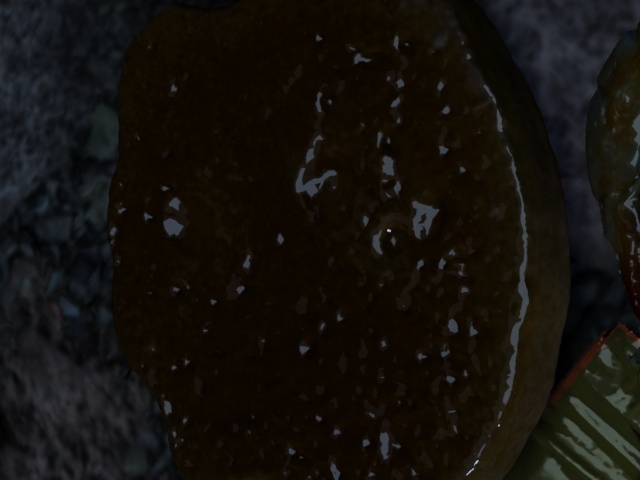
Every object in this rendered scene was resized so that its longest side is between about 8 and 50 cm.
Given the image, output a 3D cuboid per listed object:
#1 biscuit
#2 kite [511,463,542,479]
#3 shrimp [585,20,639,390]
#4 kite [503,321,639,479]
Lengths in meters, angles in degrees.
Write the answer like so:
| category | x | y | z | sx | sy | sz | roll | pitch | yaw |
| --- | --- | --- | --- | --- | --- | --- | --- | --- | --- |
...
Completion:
| category | x | y | z | sx | sy | sz | roll | pitch | yaw |
| --- | --- | --- | --- | --- | --- | --- | --- | --- | --- |
| biscuit | 0.001 | 0.000 | 0.727 | 0.257 | 0.049 | 0.273 | -10 | 81 | 34 |
| kite | 0.070 | 0.092 | 0.707 | 0.078 | 0.002 | 0.044 | -4 | 85 | 31 |
| shrimp | 0.156 | -0.015 | 0.636 | 0.101 | 0.042 | 0.190 | 2 | 83 | 44 |
| kite | 0.132 | 0.226 | 0.656 | 0.327 | 0.013 | 0.378 | -6 | 86 | 32 |
